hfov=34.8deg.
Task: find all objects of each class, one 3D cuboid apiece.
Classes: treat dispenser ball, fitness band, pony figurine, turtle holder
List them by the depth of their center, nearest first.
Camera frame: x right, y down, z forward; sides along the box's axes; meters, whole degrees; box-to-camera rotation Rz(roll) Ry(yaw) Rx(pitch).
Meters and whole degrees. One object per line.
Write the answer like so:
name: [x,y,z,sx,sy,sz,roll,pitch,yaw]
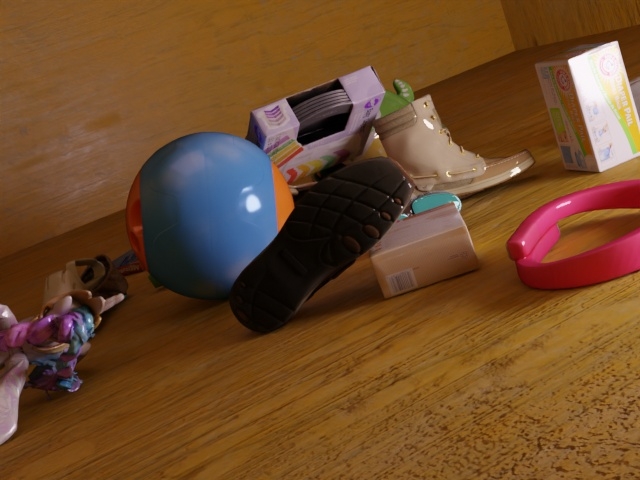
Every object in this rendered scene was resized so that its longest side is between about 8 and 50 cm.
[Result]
fitness band: [0.361,-0.012,1.322,0.209,0.054,0.291,-10,16,30]
pony figurine: [-0.483,0.157,1.487,0.351,0.302,0.363,-16,-7,-26]
treat dispenser ball: [-0.188,-0.041,1.752,0.288,0.288,0.288,-19,11,4]
turtle holder: [0.119,-0.179,2.148,0.320,0.243,0.227,28,51,19]

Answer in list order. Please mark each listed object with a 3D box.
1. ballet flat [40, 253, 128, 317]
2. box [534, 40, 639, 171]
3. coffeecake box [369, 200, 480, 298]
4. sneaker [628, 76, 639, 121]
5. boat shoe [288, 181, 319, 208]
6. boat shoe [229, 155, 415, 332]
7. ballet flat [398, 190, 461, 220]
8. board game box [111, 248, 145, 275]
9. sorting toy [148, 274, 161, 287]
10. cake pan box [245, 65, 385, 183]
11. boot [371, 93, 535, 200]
ballet flat: [-0.460,0.102,1.947,0.116,0.124,0.342,-17,12,15]
box: [0.467,-0.231,1.767,0.103,0.203,0.114,-23,12,-15]
coffeecake box: [0.148,0.011,1.508,0.142,0.068,0.185,-19,12,6]
sneaker: [0.642,-0.275,1.932,0.169,0.108,0.292,-30,14,-30]
boat shoe: [-0.067,-0.058,1.928,0.341,0.110,0.121,-12,49,10]
boat shoe: [0.000,0.000,1.489,0.324,0.122,0.120,-41,-4,14]
ballet flat: [0.150,-0.033,1.735,0.188,0.070,0.070,-20,11,-21]
board game box: [-0.413,0.028,2.461,0.145,0.027,0.281,-15,12,28]
sorting toy: [-0.196,0.009,2.055,0.348,0.047,0.196,-17,37,15]
cake pan box: [-0.018,-0.200,1.889,0.246,0.070,0.267,-24,-17,-18]
boot: [0.242,-0.177,1.871,0.262,0.203,0.095,-19,-3,7]
